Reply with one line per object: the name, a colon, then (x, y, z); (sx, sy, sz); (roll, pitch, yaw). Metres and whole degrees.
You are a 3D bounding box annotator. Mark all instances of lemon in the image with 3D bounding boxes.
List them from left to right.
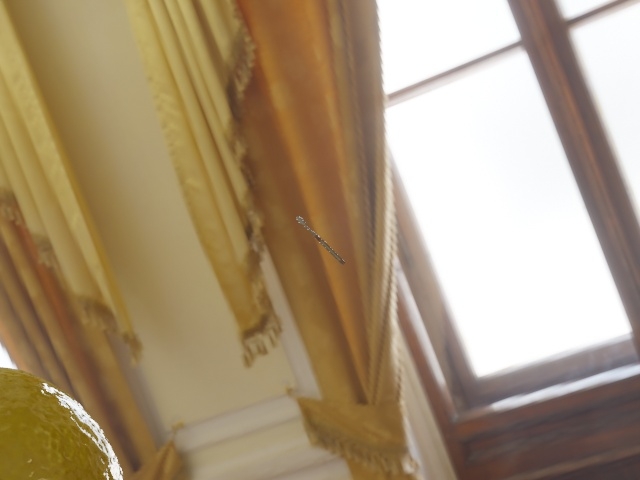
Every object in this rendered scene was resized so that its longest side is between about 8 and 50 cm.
lemon: (-0.308, 0.255, 0.892); (0.293, 0.293, 0.293); (-21, 1, 0)

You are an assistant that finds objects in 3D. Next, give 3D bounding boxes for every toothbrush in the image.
toothbrush: (0.000, 0.000, 1.423); (0.006, 0.097, 0.008); (-45, -6, -1)
